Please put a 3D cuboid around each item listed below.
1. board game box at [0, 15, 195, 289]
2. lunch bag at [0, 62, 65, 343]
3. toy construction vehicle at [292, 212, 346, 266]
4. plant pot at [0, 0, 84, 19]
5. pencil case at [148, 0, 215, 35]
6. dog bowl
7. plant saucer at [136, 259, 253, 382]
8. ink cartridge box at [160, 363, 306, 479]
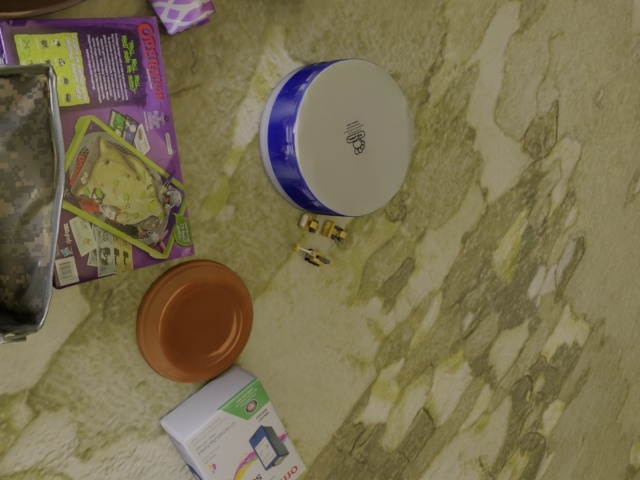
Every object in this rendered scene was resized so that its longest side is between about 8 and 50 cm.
[{"bbox_3d":[-0.301,-0.125,0.855,0.208,0.056,0.347,-14,105,-30],"label":"board game box"},{"bbox_3d":[-0.390,-0.040,0.680,0.168,0.235,0.287,-10,102,-39],"label":"lunch bag"},{"bbox_3d":[0.000,0.000,1.102,0.098,0.035,0.086,30,78,-36],"label":"toy construction vehicle"},{"bbox_3d":[-0.364,-0.402,0.664,0.263,0.263,0.229,-15,89,-34],"label":"plant pot"},{"bbox_3d":[-0.222,-0.392,0.856,0.086,0.088,0.206,-19,113,9],"label":"pencil case"},{"bbox_3d":[0.033,-0.173,1.059,0.264,0.104,0.265,-6,100,-36],"label":"dog bowl"},{"bbox_3d":[-0.189,0.131,0.979,0.199,0.037,0.200,-6,100,-37],"label":"plant saucer"},{"bbox_3d":[-0.137,0.339,1.013,0.154,0.093,0.213,-36,118,-28],"label":"ink cartridge box"}]
